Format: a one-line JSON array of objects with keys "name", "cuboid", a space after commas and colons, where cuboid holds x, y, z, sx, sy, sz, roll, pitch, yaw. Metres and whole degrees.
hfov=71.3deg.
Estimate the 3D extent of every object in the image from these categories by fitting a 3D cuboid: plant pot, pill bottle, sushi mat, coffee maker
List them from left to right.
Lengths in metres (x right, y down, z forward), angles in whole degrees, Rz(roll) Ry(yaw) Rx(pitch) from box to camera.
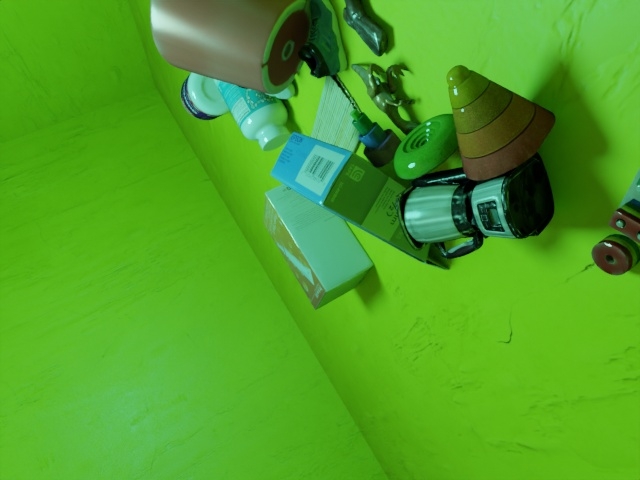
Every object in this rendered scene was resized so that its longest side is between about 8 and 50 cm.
[{"name": "pill bottle", "cuboid": [-0.416, -0.544, 1.653, 0.323, 0.181, 0.181, 21, 136, 65]}, {"name": "plant pot", "cuboid": [-0.163, -0.443, 0.921, 0.243, 0.275, 0.275, 30, 155, 10]}, {"name": "pill bottle", "cuboid": [-0.189, -0.394, 1.291, 0.264, 0.146, 0.146, 60, 163, 5]}, {"name": "sushi mat", "cuboid": [0.032, -0.254, 1.084, 0.151, 0.019, 0.316, 60, 163, 11]}, {"name": "coffee maker", "cuboid": [0.224, -0.066, 0.635, 0.178, 0.171, 0.120, -5, 136, 49]}]

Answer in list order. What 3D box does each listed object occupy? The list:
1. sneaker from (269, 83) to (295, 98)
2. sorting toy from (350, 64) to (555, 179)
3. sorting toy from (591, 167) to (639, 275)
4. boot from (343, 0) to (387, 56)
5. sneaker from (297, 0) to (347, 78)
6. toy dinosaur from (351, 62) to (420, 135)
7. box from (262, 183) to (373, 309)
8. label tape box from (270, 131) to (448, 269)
[{"name": "sneaker", "cuboid": [-0.155, -0.476, 1.183, 0.240, 0.126, 0.091, 29, 168, 4]}, {"name": "sorting toy", "cuboid": [0.143, -0.174, 0.644, 0.126, 0.127, 0.365, 44, 170, -23]}, {"name": "sorting toy", "cuboid": [0.362, -0.030, 0.430, 0.132, 0.046, 0.274, 48, 157, 38]}, {"name": "boot", "cuboid": [0.076, -0.375, 0.742, 0.114, 0.037, 0.106, 59, 176, 22]}, {"name": "sneaker", "cuboid": [-0.009, -0.397, 0.873, 0.058, 0.084, 0.152, 31, 144, 59]}, {"name": "toy dinosaur", "cuboid": [0.099, -0.272, 0.792, 0.211, 0.064, 0.112, 57, 163, 17]}, {"name": "box", "cuboid": [-0.021, 0.005, 1.363, 0.345, 0.168, 0.215, 57, 160, 15]}, {"name": "label tape box", "cuboid": [0.100, -0.078, 0.920, 0.347, 0.115, 0.249, 25, -173, -33]}]
